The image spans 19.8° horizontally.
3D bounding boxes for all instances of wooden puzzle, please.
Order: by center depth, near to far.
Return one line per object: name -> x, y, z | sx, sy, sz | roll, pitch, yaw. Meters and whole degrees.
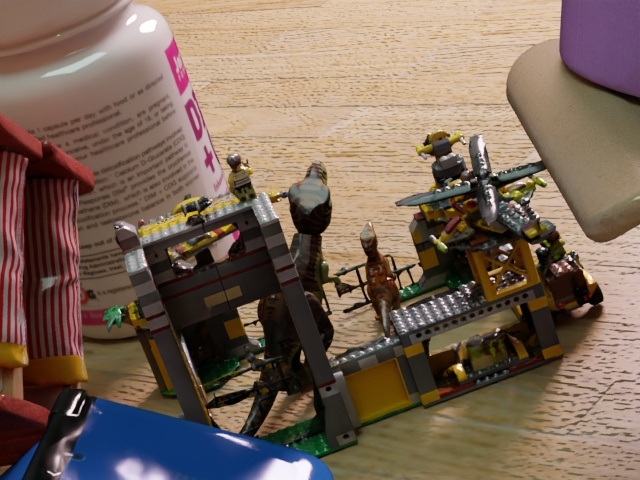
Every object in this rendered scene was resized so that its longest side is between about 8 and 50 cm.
wooden puzzle -> 0.296, -0.043, 1.036 | 0.348, 0.080, 0.322 | -1, 19, -3

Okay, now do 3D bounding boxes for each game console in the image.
game console -> -0.144, 0.230, 1.005 | 0.250, 0.173, 0.293 | 15, 28, 0

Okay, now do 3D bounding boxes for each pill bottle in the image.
pill bottle -> -0.169, -0.082, 1.389 | 0.160, 0.283, 0.160 | -16, 24, 7

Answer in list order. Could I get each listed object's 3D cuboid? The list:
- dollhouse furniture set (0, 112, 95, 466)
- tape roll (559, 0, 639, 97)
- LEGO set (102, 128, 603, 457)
dollhouse furniture set -> -0.336, 0.065, 1.227 | 0.374, 0.201, 0.152 | -13, -19, 19
tape roll -> 0.281, -0.146, 1.078 | 0.275, 0.090, 0.275 | 0, 20, 0
LEGO set -> 0.000, 0.000, 1.190 | 0.331, 0.192, 0.255 | -17, 23, 5
